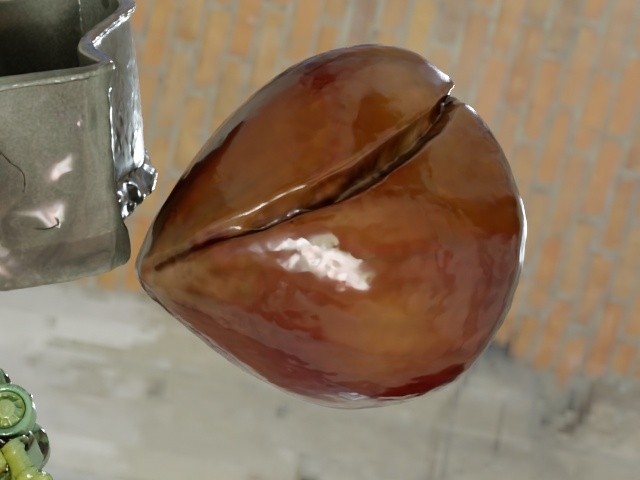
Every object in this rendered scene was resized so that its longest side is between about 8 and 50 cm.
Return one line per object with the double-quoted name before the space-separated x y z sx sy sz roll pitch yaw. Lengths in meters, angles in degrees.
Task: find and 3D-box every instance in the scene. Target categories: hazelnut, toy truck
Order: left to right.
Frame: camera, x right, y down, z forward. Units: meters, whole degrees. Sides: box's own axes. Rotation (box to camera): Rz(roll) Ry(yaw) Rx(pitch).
"toy truck" -0.269 0.202 1.559 0.259 0.135 0.128 52 -14 19
"hazelnut" 0.000 0.000 1.019 0.208 0.208 0.208 -169 -90 -84

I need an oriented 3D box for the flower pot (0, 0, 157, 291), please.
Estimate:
"flower pot" -0.144 -0.060 1.001 0.229 0.103 0.108 -96 180 -71
